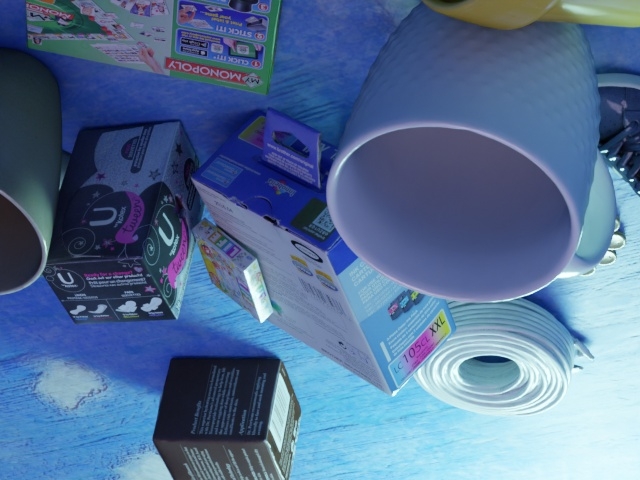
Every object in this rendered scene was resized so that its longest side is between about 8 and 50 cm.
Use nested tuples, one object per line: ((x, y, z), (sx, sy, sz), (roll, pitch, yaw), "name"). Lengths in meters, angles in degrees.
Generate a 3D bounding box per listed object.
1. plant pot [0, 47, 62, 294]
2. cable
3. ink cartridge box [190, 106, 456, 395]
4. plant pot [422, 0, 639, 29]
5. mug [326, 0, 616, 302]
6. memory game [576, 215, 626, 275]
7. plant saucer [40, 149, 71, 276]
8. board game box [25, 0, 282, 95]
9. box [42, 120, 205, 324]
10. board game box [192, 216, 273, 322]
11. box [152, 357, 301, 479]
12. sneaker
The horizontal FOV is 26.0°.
((-0.442, -0.114, 1.806), (0.256, 0.274, 0.256), (7, 141, 6), "plant pot")
((0.265, 0.182, 2.164), (0.257, 0.089, 0.257), (-20, 133, 33), "cable")
((0.000, 0.000, 1.861), (0.270, 0.151, 0.395), (28, 157, 37), "ink cartridge box")
((0.253, -0.327, 1.424), (0.239, 0.254, 0.254), (12, 144, -27), "plant pot")
((0.212, -0.112, 1.592), (0.374, 0.328, 0.276), (42, 136, -24), "mug")
((0.341, -0.005, 1.975), (0.186, 0.012, 0.186), (6, 142, 5), "memory game")
((-0.450, -0.038, 2.096), (0.317, 0.044, 0.318), (7, 142, 5), "plant saucer")
((-0.207, -0.295, 1.712), (0.317, 0.046, 0.213), (11, 143, -1), "board game box")
((-0.263, -0.027, 1.898), (0.163, 0.247, 0.142), (-4, 141, 18), "box")
((-0.121, 0.043, 1.934), (0.103, 0.026, 0.154), (37, 160, 25), "board game box")
((-0.155, 0.312, 2.361), (0.203, 0.168, 0.167), (-1, 141, 15), "box")
((0.440, -0.078, 1.751), (0.350, 0.148, 0.131), (28, 139, -21), "sneaker")
